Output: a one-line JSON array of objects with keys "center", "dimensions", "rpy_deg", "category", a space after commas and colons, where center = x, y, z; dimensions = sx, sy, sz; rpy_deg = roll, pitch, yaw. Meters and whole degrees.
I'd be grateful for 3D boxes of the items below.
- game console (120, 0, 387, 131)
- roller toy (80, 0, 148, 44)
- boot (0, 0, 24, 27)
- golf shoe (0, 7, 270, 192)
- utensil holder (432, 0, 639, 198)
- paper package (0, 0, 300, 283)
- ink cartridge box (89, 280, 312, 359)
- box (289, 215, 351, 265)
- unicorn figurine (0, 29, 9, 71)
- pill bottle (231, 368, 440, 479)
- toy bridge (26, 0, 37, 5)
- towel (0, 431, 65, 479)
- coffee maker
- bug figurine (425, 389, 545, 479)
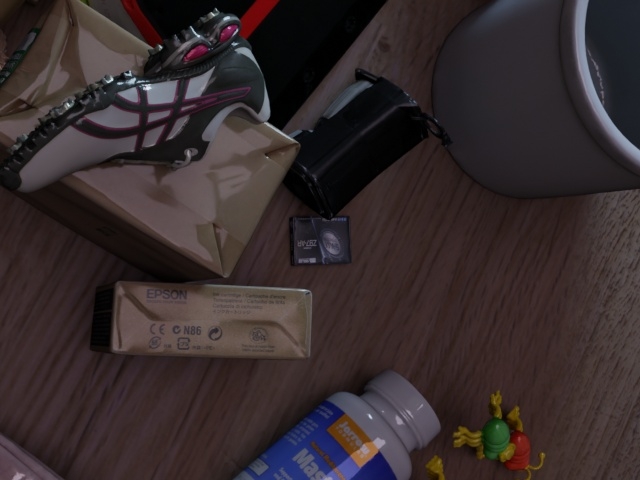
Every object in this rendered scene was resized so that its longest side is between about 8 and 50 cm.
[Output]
[{"center": [-0.052, -0.329, 1.250], "dimensions": [0.386, 0.060, 0.342], "rpy_deg": [-53, 144, -15], "category": "game console"}, {"center": [-0.201, -0.326, 1.218], "dimensions": [0.191, 0.146, 0.209], "rpy_deg": [25, 85, -53], "category": "roller toy"}, {"center": [-0.467, -0.278, 1.121], "dimensions": [0.236, 0.089, 0.269], "rpy_deg": [32, 97, -34], "category": "boot"}, {"center": [-0.166, -0.106, 0.942], "dimensions": [0.273, 0.105, 0.120], "rpy_deg": [-35, 106, -18], "category": "golf shoe"}, {"center": [0.360, -0.218, 1.325], "dimensions": [0.328, 0.385, 0.327], "rpy_deg": [1, 88, -20], "category": "utensil holder"}, {"center": [-0.223, -0.091, 1.146], "dimensions": [0.309, 0.325, 0.168], "rpy_deg": [32, 77, -15], "category": "paper package"}, {"center": [-0.150, 0.099, 1.232], "dimensions": [0.235, 0.193, 0.088], "rpy_deg": [4, 85, -20], "category": "ink cartridge box"}, {"center": [0.000, 0.000, 1.382], "dimensions": [0.083, 0.018, 0.067], "rpy_deg": [-1, 88, -20], "category": "box"}, {"center": [-0.456, -0.240, 1.214], "dimensions": [0.162, 0.060, 0.111], "rpy_deg": [4, 84, -35], "category": "unicorn figurine"}, {"center": [0.021, 0.293, 1.308], "dimensions": [0.272, 0.152, 0.152], "rpy_deg": [-39, 101, -16], "category": "pill bottle"}, {"center": [-0.345, -0.322, 1.257], "dimensions": [0.188, 0.026, 0.063], "rpy_deg": [32, 76, -22], "category": "toy bridge"}, {"center": [-0.448, 0.364, 1.133], "dimensions": [0.317, 0.053, 0.332], "rpy_deg": [32, 76, 10], "category": "towel"}, {"center": [0.042, -0.123, 1.322], "dimensions": [0.178, 0.171, 0.120], "rpy_deg": [-43, 118, -14], "category": "coffee maker"}, {"center": [0.198, 0.330, 1.362], "dimensions": [0.279, 0.216, 0.072], "rpy_deg": [-43, 58, -15], "category": "bug figurine"}]
